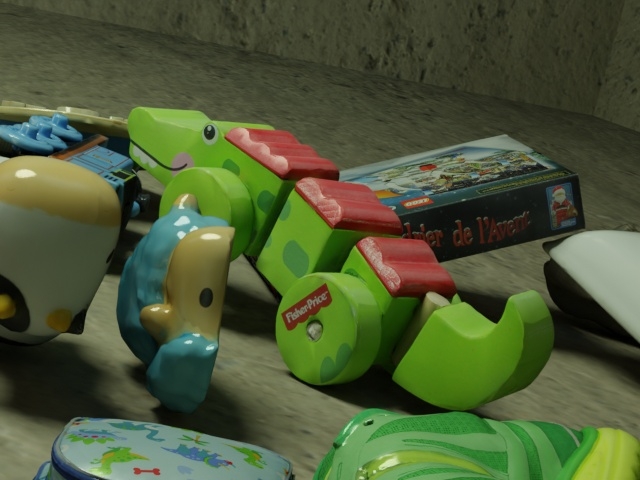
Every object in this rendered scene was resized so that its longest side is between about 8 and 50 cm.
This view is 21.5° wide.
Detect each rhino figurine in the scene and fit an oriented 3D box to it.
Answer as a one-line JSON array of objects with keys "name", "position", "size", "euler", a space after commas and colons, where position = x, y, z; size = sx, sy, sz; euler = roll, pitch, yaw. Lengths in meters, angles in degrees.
[{"name": "rhino figurine", "position": [0.285, 0.054, 1.328], "size": [0.243, 0.073, 0.106], "euler": [24, 23, 31]}]

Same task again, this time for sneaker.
[{"name": "sneaker", "position": [0.044, 0.125, 0.621], "size": [0.123, 0.109, 0.295], "euler": [7, 2, 18]}]

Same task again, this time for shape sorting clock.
[{"name": "shape sorting clock", "position": [-0.207, -0.084, 1.363], "size": [0.206, 0.040, 0.206], "euler": [10, -9, 2]}]

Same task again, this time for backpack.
[{"name": "backpack", "position": [-0.060, 0.110, 0.567], "size": [0.105, 0.084, 0.114], "euler": [12, 13, 0]}]

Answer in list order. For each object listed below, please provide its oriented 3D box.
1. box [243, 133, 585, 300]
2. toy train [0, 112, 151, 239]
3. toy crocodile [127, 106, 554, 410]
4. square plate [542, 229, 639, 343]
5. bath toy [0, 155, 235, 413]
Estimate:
[{"name": "box", "position": [0.059, -0.021, 1.260], "size": [0.233, 0.044, 0.159], "euler": [-13, 17, -10]}, {"name": "toy train", "position": [-0.180, -0.037, 1.196], "size": [0.105, 0.080, 0.184], "euler": [23, 9, 0]}, {"name": "toy crocodile", "position": [0.000, 0.000, 1.057], "size": [0.115, 0.105, 0.340], "euler": [3, 30, -47]}, {"name": "square plate", "position": [0.380, 0.083, 1.179], "size": [0.344, 0.049, 0.347], "euler": [5, 27, -32]}, {"name": "bath toy", "position": [-0.222, -0.001, 0.849], "size": [0.348, 0.129, 0.151], "euler": [14, -34, -13]}]
